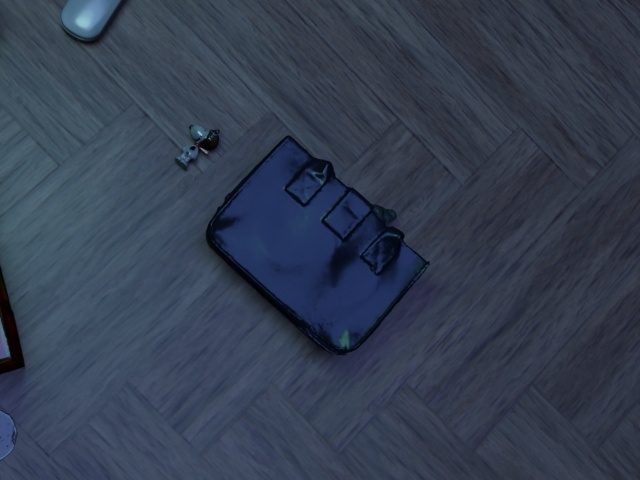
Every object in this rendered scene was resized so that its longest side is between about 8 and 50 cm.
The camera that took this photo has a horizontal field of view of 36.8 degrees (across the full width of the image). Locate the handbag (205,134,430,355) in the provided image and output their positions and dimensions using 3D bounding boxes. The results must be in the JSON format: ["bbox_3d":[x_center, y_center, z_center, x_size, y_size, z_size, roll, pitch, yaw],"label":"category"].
[{"bbox_3d":[0.000,0.000,1.606,0.325,0.118,0.269,44,81,-3],"label":"handbag"}]

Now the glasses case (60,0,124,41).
[{"bbox_3d":[-0.368,-0.427,1.635,0.076,0.049,0.197,30,75,-6],"label":"glasses case"}]

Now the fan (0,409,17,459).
[{"bbox_3d":[-0.507,0.326,1.484,0.085,0.005,0.134,-13,82,-16],"label":"fan"}]

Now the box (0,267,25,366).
[{"bbox_3d":[-0.526,0.045,1.433,0.089,0.197,0.314,-14,83,-15],"label":"box"}]

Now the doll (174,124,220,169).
[{"bbox_3d":[-0.207,-0.159,1.628,0.058,0.040,0.085,20,71,5],"label":"doll"}]
